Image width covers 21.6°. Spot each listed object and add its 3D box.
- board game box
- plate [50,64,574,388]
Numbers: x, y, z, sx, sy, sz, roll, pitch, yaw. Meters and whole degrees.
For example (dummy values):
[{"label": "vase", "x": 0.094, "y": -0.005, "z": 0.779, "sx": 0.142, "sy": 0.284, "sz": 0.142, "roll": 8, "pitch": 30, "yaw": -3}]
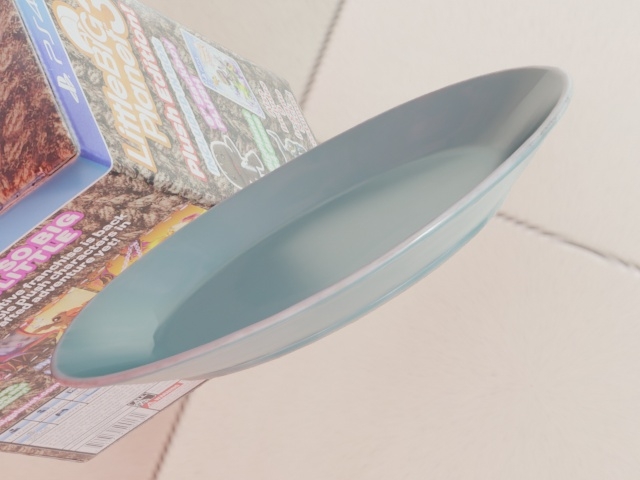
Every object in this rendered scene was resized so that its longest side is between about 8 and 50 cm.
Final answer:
[{"label": "board game box", "x": -0.150, "y": -0.007, "z": 0.898, "sx": 0.232, "sy": 0.291, "sz": 0.141, "roll": -34, "pitch": 65, "yaw": 18}, {"label": "plate", "x": 0.000, "y": 0.000, "z": 0.534, "sx": 0.188, "sy": 0.188, "sz": 0.024, "roll": -30, "pitch": 104, "yaw": 4}]
